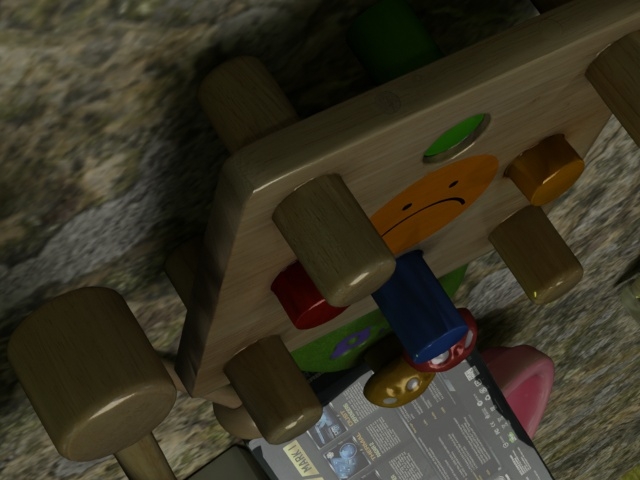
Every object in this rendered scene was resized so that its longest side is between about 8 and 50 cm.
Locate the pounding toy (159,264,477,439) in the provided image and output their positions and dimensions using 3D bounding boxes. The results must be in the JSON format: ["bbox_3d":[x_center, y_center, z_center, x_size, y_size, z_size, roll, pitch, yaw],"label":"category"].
[{"bbox_3d":[0.025,0.068,1.046,0.237,0.110,0.183,-37,161,5],"label":"pounding toy"}]

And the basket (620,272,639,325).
[{"bbox_3d":[0.528,0.049,1.497,0.328,0.331,0.266,-27,158,-21],"label":"basket"}]

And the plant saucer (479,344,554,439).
[{"bbox_3d":[0.093,0.229,1.453,0.332,0.084,0.332,-50,160,-26],"label":"plant saucer"}]

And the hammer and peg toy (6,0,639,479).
[{"bbox_3d":[0.000,0.000,0.819,0.361,0.127,0.266,-26,161,-21],"label":"hammer and peg toy"}]

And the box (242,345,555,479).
[{"bbox_3d":[0.066,0.173,1.230,0.183,0.232,0.059,-35,-154,-4],"label":"box"}]

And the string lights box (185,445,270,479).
[{"bbox_3d":[-0.071,0.261,1.402,0.133,0.076,0.259,-35,161,3],"label":"string lights box"}]
